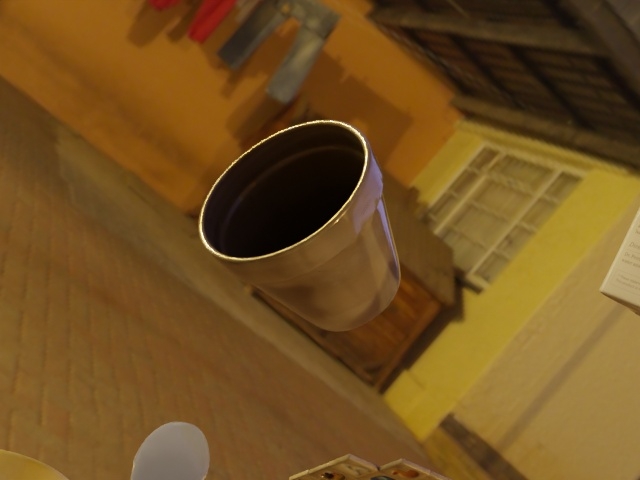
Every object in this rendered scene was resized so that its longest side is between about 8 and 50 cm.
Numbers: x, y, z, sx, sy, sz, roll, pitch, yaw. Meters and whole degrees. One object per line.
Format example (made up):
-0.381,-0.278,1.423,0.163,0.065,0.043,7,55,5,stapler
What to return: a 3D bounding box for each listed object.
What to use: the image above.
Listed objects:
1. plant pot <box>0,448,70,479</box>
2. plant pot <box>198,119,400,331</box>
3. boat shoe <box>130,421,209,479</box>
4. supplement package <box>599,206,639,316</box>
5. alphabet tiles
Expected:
-0.575,0.519,1.747,0.254,0.254,0.239,42,42,-36,plant pot
0.000,0.000,1.745,0.280,0.323,0.323,54,-8,-37,plant pot
-0.228,0.407,1.468,0.113,0.105,0.306,8,41,-8,boat shoe
0.421,-0.032,0.901,0.175,0.293,0.177,26,1,-38,supplement package
0.134,0.431,1.666,0.342,0.011,0.285,27,-36,-24,alphabet tiles
